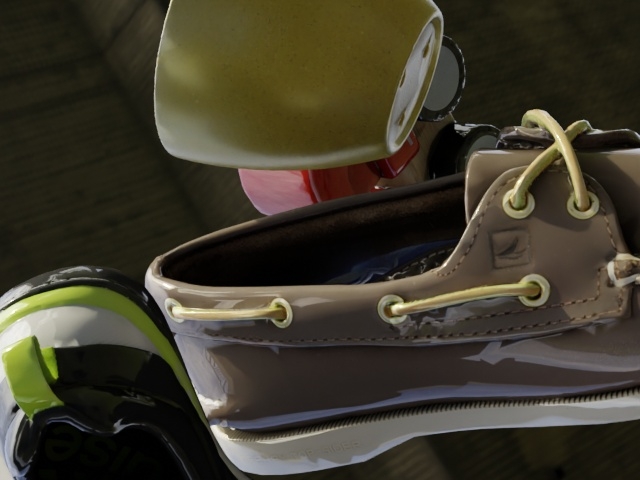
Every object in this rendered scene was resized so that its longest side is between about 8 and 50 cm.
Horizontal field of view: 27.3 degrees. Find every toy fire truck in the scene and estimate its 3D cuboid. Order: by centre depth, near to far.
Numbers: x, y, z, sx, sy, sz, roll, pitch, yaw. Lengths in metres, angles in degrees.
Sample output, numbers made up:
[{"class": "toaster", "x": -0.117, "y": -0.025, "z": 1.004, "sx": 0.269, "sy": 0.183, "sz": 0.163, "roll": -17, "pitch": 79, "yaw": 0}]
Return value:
[{"class": "toy fire truck", "x": 0.000, "y": 0.000, "z": 0.901, "sx": 0.246, "sy": 0.158, "sz": 0.217, "roll": -51, "pitch": -51, "yaw": -23}]

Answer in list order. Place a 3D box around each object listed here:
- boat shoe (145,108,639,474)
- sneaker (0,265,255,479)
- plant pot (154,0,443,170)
[{"class": "boat shoe", "x": 0.075, "y": 0.008, "z": 0.521, "sx": 0.097, "sy": 0.324, "sz": 0.116, "roll": 60, "pitch": -148, "yaw": -22}, {"class": "sneaker", "x": -0.058, "y": 0.116, "z": 0.473, "sx": 0.235, "sy": 0.084, "sz": 0.097, "roll": 61, "pitch": -174, "yaw": -32}, {"class": "plant pot", "x": -0.001, "y": -0.086, "z": 0.592, "sx": 0.095, "sy": 0.134, "sz": 0.134, "roll": 20, "pitch": -134, "yaw": 13}]
